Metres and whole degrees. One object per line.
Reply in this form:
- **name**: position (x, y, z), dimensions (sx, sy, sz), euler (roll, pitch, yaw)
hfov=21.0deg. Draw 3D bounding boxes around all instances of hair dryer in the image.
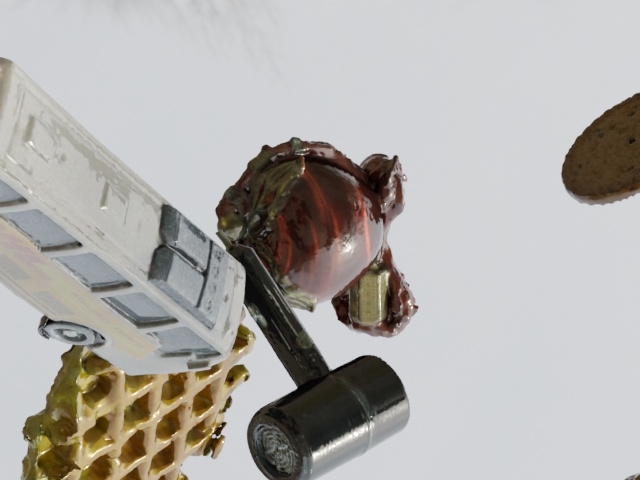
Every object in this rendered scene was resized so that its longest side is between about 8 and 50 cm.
- **hair dryer**: position (-0.031, 0.084, 1.390), dimensions (0.124, 0.219, 0.071), euler (-21, 164, -39)

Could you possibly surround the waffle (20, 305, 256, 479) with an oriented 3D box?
- **waffle**: position (-0.173, 0.163, 1.680), dimensions (0.068, 0.302, 0.325), euler (32, -92, 28)

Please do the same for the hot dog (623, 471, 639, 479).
- **hot dog**: position (0.169, 0.202, 1.147), dimensions (0.215, 0.047, 0.066), euler (-37, -147, 52)

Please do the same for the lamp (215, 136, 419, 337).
- **lamp**: position (0.001, 0.004, 1.690), dimensions (0.223, 0.215, 0.151), euler (-2, -160, -14)

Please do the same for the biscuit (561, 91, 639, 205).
- **biscuit**: position (0.359, -0.107, 1.967), dimensions (0.188, 0.027, 0.188), euler (-30, -153, 17)

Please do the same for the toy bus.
- **toy bus**: position (-0.180, -0.010, 1.231), dimensions (0.138, 0.342, 0.097), euler (-6, -120, 29)
